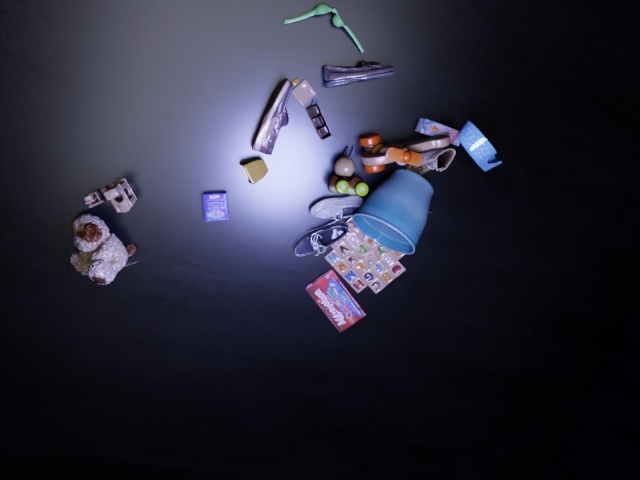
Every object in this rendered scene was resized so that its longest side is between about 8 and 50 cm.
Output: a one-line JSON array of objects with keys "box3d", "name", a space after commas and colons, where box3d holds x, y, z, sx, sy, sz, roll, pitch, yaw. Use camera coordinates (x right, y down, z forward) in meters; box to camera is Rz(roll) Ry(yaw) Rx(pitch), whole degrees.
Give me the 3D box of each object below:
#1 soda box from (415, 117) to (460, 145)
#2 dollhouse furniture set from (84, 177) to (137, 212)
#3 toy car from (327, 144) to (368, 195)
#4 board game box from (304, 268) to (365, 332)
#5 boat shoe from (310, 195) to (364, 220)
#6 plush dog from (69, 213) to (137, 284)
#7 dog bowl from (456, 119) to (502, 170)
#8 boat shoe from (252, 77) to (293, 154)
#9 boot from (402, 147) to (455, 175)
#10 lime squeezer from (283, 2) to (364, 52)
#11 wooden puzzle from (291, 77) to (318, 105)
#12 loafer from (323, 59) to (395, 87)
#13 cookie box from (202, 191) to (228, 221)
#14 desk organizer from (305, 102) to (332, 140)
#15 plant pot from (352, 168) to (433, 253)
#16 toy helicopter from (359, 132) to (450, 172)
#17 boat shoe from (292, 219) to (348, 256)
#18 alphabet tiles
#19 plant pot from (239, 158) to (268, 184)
[{"box3d": [0.478, -0.436, 1.831, 0.183, 0.063, 0.058, 14, 106, -16], "name": "soda box"}, {"box3d": [-0.759, -0.128, 1.619, 0.160, 0.182, 0.101, -25, 112, -3], "name": "dollhouse furniture set"}, {"box3d": [0.111, -0.273, 1.776, 0.148, 0.155, 0.189, 5, 96, -13], "name": "toy car"}, {"box3d": [0.069, 0.269, 2.014, 0.145, 0.027, 0.281, -35, 112, 3], "name": "board game box"}, {"box3d": [0.074, -0.123, 1.837, 0.227, 0.081, 0.079, -12, 137, -8], "name": "boat shoe"}, {"box3d": [-0.808, 0.006, 1.658, 0.210, 0.262, 0.226, -40, 128, -32], "name": "plush dog"}, {"box3d": [0.621, -0.362, 1.794, 0.074, 0.166, 0.297, -41, 155, 19], "name": "dog bowl"}, {"box3d": [-0.162, -0.450, 1.678, 0.092, 0.103, 0.285, 21, 107, -23], "name": "boat shoe"}, {"box3d": [0.422, -0.297, 1.812, 0.213, 0.165, 0.077, -42, 111, 3], "name": "boot"}, {"box3d": [0.034, -0.775, 1.624, 0.310, 0.059, 0.110, 14, 105, -17], "name": "lime squeezer"}, {"box3d": [-0.064, -0.554, 1.705, 0.078, 0.014, 0.116, -32, 112, 5], "name": "wooden puzzle"}, {"box3d": [0.142, -0.628, 1.681, 0.267, 0.096, 0.084, -13, 105, -5], "name": "loafer"}, {"box3d": [-0.405, -0.133, 1.767, 0.091, 0.040, 0.107, -4, 110, -10], "name": "cookie box"}, {"box3d": [-0.005, -0.450, 1.733, 0.047, 0.050, 0.130, -28, 112, -1], "name": "desk organizer"}, {"box3d": [0.301, -0.126, 1.767, 0.271, 0.271, 0.255, 36, 77, -21], "name": "plant pot"}, {"box3d": [0.329, -0.347, 1.733, 0.354, 0.235, 0.140, -14, 111, -4], "name": "toy helicopter"}, {"box3d": [0.000, 0.000, 1.869, 0.254, 0.079, 0.095, -23, 109, 3], "name": "boat shoe"}, {"box3d": [0.196, 0.061, 1.949, 0.285, 0.011, 0.342, -41, 106, 10], "name": "alphabet tiles"}, {"box3d": [-0.247, -0.270, 1.733, 0.083, 0.081, 0.082, -29, 112, -12], "name": "plant pot"}]
